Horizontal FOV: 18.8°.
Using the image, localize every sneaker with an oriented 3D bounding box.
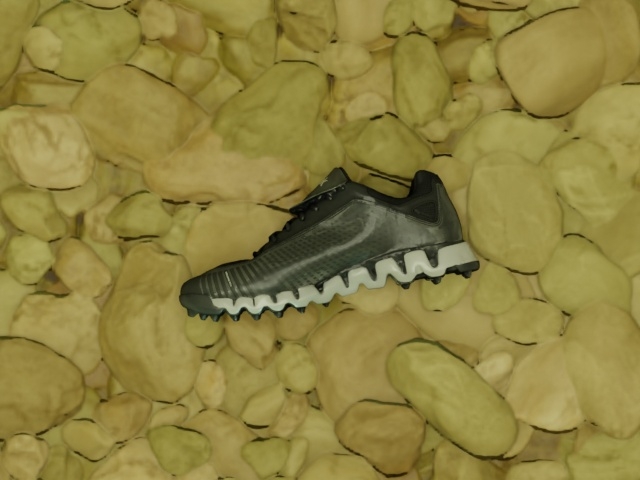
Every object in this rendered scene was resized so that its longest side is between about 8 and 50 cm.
[{"bbox_3d":[0.000,0.000,1.507,0.234,0.078,0.106,-12,87,-1],"label":"sneaker"}]
